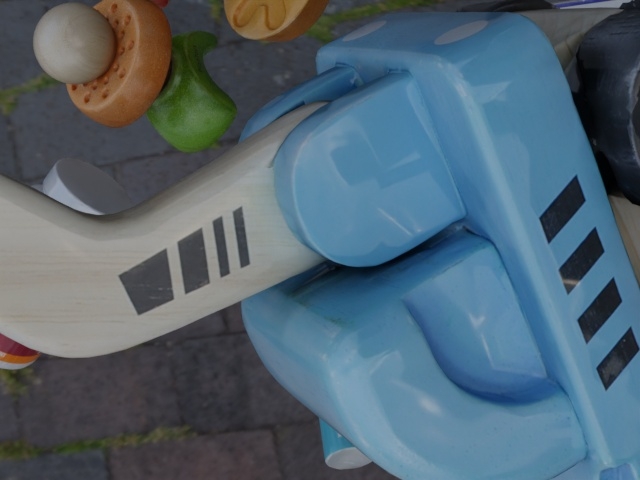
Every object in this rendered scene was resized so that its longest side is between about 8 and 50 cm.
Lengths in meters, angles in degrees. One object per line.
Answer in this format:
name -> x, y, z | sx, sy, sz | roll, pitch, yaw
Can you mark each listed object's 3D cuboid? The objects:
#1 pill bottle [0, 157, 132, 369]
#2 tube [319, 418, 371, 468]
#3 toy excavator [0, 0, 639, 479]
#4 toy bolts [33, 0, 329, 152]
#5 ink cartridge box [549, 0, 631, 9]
pill bottle -> -0.207, 0.016, 0.886 | 0.086, 0.086, 0.152 | 44, 111, 11
tube -> 0.019, 0.140, 1.293 | 0.052, 0.080, 0.207 | -37, 46, 36
toy excavator -> 0.000, 0.000, 0.602 | 0.445, 0.222, 0.433 | -31, 110, -16
toy bolts -> -0.127, -0.219, 0.932 | 0.218, 0.158, 0.228 | -39, 55, 27
ink cartridge box -> 0.249, -0.150, 1.356 | 0.324, 0.071, 0.330 | -9, 135, -11
